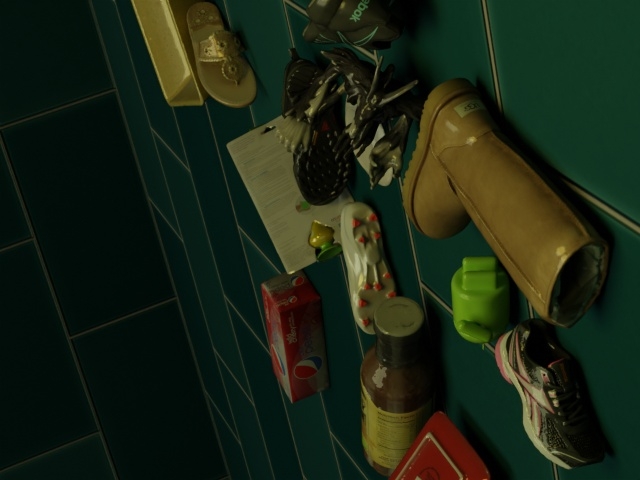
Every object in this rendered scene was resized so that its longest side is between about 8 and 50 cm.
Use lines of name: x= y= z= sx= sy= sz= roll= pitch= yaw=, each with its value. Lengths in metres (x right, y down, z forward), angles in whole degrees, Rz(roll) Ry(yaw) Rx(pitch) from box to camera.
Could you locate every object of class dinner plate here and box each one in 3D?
dinner plate: x=0.060 y=-0.138 z=1.895 sx=0.141 sy=0.017 sz=0.141 roll=160 pitch=90 yaw=-74

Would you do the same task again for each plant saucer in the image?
plant saucer: x=-0.270 y=-0.417 z=2.582 sx=0.333 sy=0.081 sz=0.332 roll=-162 pitch=53 yaw=-73

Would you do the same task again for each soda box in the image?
soda box: x=-0.045 y=0.177 z=2.579 sx=0.263 sy=0.083 sz=0.092 roll=83 pitch=160 yaw=-45

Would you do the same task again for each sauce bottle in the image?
sauce bottle: x=0.112 y=0.209 z=2.005 sx=0.344 sy=0.111 sz=0.111 roll=88 pitch=156 yaw=-48

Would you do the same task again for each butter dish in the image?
butter dish: x=0.187 y=0.345 z=1.929 sx=0.160 sy=0.118 sz=0.160 roll=-57 pitch=38 yaw=14

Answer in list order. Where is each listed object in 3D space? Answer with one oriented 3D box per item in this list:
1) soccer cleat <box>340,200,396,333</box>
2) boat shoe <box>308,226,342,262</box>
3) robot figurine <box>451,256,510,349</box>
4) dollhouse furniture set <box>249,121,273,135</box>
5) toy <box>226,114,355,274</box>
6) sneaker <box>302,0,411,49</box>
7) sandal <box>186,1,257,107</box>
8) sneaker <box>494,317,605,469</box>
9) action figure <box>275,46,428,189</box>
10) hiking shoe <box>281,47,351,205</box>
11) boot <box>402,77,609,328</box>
soccer cleat: x=0.067 y=0.037 z=2.019 sx=0.076 sy=0.068 sz=0.196 roll=-143 pitch=43 yaw=-70
boat shoe: x=0.000 y=0.000 z=2.203 sx=0.066 sy=0.066 sz=0.183 roll=66 pitch=165 yaw=5
robot figurine: x=0.186 y=0.071 z=1.621 sx=0.101 sy=0.067 sz=0.115 roll=-86 pitch=-9 yaw=-48
dollhouse furniture set: x=-0.061 y=-0.128 z=2.230 sx=0.151 sy=0.076 sz=0.058 roll=-127 pitch=21 yaw=-49
toy: x=-0.031 y=-0.073 z=2.113 sx=0.237 sy=0.137 sz=0.056 roll=64 pitch=-176 yaw=24
sneaker: x=0.042 y=-0.255 z=1.622 sx=0.106 sy=0.101 sz=0.267 roll=30 pitch=-175 yaw=-2
sandal: x=-0.176 y=-0.330 z=2.347 sx=0.079 sy=0.088 sz=0.240 roll=81 pitch=167 yaw=-55
sneaker: x=0.251 y=0.163 z=1.518 sx=0.178 sy=0.072 sz=0.077 roll=57 pitch=152 yaw=21
action figure: x=0.041 y=-0.143 z=1.680 sx=0.164 sy=0.141 sz=0.276 roll=26 pitch=173 yaw=-8
hiking shoe: x=-0.009 y=-0.163 z=2.018 sx=0.114 sy=0.086 sz=0.226 roll=-109 pitch=11 yaw=-59
boot: x=0.187 y=-0.008 z=1.471 sx=0.269 sy=0.089 sz=0.236 roll=57 pitch=161 yaw=36
